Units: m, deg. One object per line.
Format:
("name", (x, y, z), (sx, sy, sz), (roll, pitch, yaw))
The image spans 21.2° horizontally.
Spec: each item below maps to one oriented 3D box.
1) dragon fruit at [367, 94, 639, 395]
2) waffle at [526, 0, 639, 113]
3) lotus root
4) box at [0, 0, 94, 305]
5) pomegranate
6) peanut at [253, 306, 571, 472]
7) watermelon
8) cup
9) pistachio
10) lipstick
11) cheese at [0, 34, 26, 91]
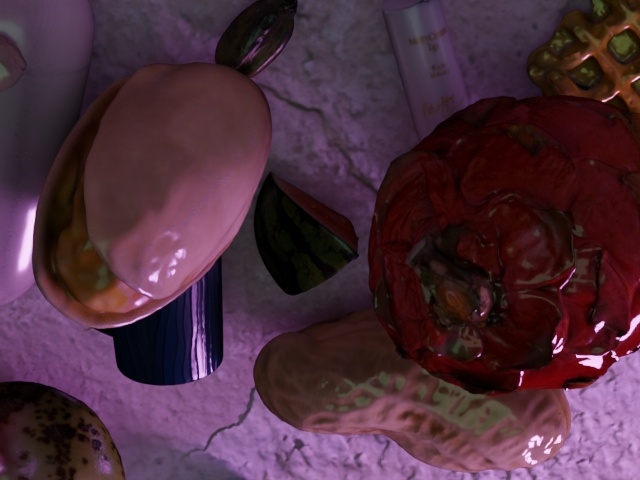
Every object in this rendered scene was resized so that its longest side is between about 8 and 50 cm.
("dragon fruit", (0.189, -0.001, 1.523), (0.277, 0.342, 0.277), (16, 116, 37))
("waffle", (0.340, -0.118, 1.657), (0.307, 0.060, 0.312), (17, 111, -8))
("lotus root", (-0.058, -0.192, 1.600), (0.099, 0.049, 0.054), (-47, 129, 13))
("box", (-0.368, -0.111, 1.561), (0.288, 0.141, 0.349), (11, 112, -8))
("pomegranate", (-0.313, 0.228, 1.652), (0.214, 0.214, 0.248), (-34, 148, 9))
("peanut", (0.093, 0.150, 1.710), (0.325, 0.140, 0.153), (9, 128, -6))
("watermelon", (0.000, 0.000, 1.668), (0.094, 0.135, 0.125), (-17, 115, -37))
("cup", (-0.160, 0.053, 1.676), (0.113, 0.150, 0.138), (-19, 120, -34))
("pistachio", (-0.145, -0.046, 1.530), (0.187, 0.299, 0.187), (14, 134, 15))
("lipstick", (0.119, -0.111, 1.643), (0.059, 0.059, 0.264), (-16, 112, 2))
("cheese", (-0.339, -0.115, 1.449), (0.194, 0.065, 0.043), (-26, 119, 5))
